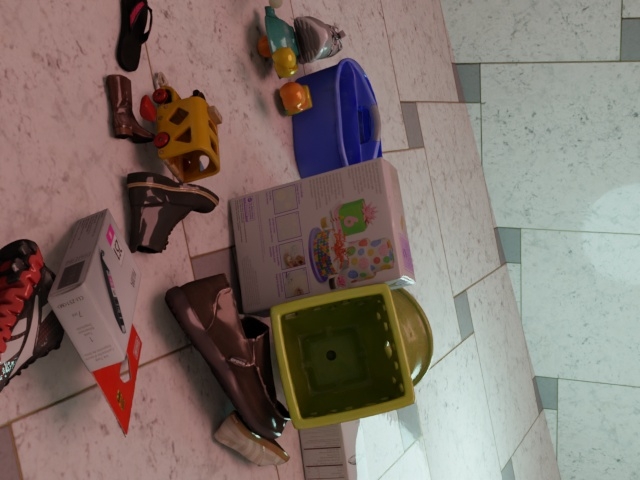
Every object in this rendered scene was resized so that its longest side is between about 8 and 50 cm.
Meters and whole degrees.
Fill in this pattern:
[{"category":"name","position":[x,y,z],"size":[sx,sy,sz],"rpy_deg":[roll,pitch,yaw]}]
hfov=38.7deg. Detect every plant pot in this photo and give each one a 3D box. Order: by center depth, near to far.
[{"category":"plant pot","position":[0.032,0.217,1.695],"size":[0.207,0.227,0.228],"rpy_deg":[111,-33,-80]},{"category":"plant pot","position":[0.062,0.243,1.950],"size":[0.254,0.276,0.276],"rpy_deg":[-24,103,-51]}]

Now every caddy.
[{"category":"caddy","position":[0.062,-0.264,2.180],"size":[0.241,0.179,0.341],"rpy_deg":[20,63,-62]}]

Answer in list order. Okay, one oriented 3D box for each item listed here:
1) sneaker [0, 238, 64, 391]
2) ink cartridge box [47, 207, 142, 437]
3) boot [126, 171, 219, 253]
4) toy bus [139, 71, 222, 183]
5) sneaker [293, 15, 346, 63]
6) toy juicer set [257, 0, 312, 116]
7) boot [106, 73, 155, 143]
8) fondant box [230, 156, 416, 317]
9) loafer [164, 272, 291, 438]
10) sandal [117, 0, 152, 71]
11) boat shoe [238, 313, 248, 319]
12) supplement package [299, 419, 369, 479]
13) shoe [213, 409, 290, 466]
[{"category":"sneaker","position":[-0.404,0.134,1.180],"size":[0.135,0.098,0.276],"rpy_deg":[54,35,-39]},{"category":"ink cartridge box","position":[-0.298,0.112,1.329],"size":[0.275,0.060,0.239],"rpy_deg":[-104,172,-66]},{"category":"boot","position":[-0.260,-0.032,1.579],"size":[0.198,0.077,0.137],"rpy_deg":[12,74,-48]},{"category":"toy bus","position":[-0.227,-0.204,1.602],"size":[0.191,0.104,0.202],"rpy_deg":[-67,141,-72]},{"category":"sneaker","position":[0.003,-0.467,2.078],"size":[0.281,0.115,0.105],"rpy_deg":[-124,-162,-78]},{"category":"toy juicer set","position":[-0.098,-0.425,1.983],"size":[0.209,0.089,0.329],"rpy_deg":[-80,158,-75]},{"category":"boot","position":[-0.321,-0.227,1.554],"size":[0.106,0.037,0.114],"rpy_deg":[9,68,-65]},{"category":"fondant box","position":[0.000,0.000,1.761],"size":[0.096,0.330,0.238],"rpy_deg":[25,54,-63]},{"category":"loafer","position":[-0.133,0.207,1.617],"size":[0.134,0.130,0.366],"rpy_deg":[43,-16,56]},{"category":"sandal","position":[-0.319,-0.378,1.600],"size":[0.067,0.040,0.179],"rpy_deg":[36,50,-55]},{"category":"boat shoe","position":[-0.136,0.171,1.786],"size":[0.100,0.035,0.035],"rpy_deg":[50,39,-45]},{"category":"supplement package","position":[0.029,0.451,1.942],"size":[0.105,0.105,0.179],"rpy_deg":[-1,82,-65]},{"category":"shoe","position":[-0.128,0.381,1.713],"size":[0.076,0.058,0.219],"rpy_deg":[43,-4,39]}]
